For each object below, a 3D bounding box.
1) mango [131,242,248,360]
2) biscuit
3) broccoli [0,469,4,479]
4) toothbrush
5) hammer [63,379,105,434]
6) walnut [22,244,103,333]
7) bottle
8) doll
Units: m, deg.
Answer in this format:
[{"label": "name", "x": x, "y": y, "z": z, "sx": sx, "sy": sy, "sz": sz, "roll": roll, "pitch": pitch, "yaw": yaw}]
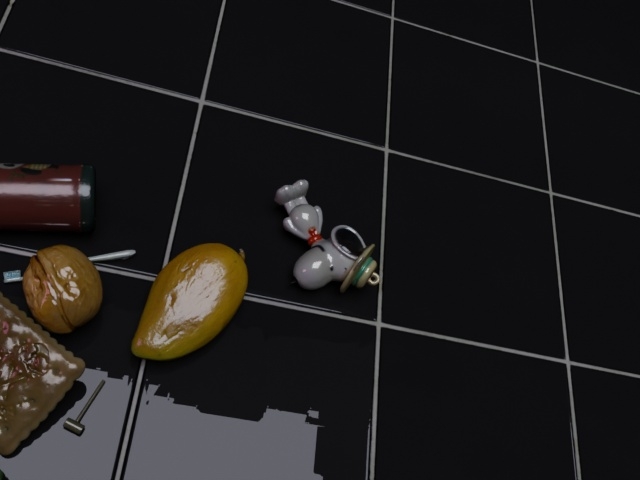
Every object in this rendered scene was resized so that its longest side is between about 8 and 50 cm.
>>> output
[{"label": "mango", "x": -0.263, "y": 0.122, "z": 1.371, "sx": 0.176, "sy": 0.119, "sz": 0.317, "roll": 39, "pitch": 62, "yaw": -5}, {"label": "biscuit", "x": -0.612, "y": 0.210, "z": 1.209, "sx": 0.324, "sy": 0.044, "sz": 0.217, "roll": 40, "pitch": 78, "yaw": 4}, {"label": "broccoli", "x": -0.657, "y": 0.344, "z": 1.047, "sx": 0.297, "sy": 0.297, "sz": 0.298, "roll": 45, "pitch": 55, "yaw": -20}, {"label": "toothbrush", "x": -0.513, "y": 0.053, "z": 1.377, "sx": 0.262, "sy": 0.022, "sz": 0.026, "roll": -11, "pitch": 79, "yaw": -23}, {"label": "hammer", "x": -0.443, "y": 0.313, "z": 1.269, "sx": 0.035, "sy": 0.019, "sz": 0.110, "roll": 29, "pitch": 53, "yaw": -2}, {"label": "walnut", "x": -0.500, "y": 0.091, "z": 1.293, "sx": 0.144, "sy": 0.144, "sz": 0.180, "roll": -26, "pitch": 70, "yaw": -28}, {"label": "bottle", "x": -0.628, "y": -0.086, "z": 1.341, "sx": 0.335, "sy": 0.144, "sz": 0.144, "roll": -1, "pitch": 64, "yaw": -18}, {"label": "doll", "x": 0.015, "y": -0.013, "z": 1.523, "sx": 0.207, "sy": 0.144, "sz": 0.272, "roll": -7, "pitch": 70, "yaw": -12}]
